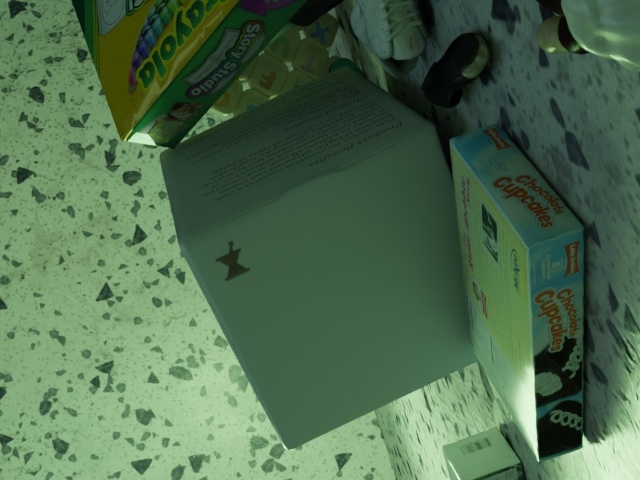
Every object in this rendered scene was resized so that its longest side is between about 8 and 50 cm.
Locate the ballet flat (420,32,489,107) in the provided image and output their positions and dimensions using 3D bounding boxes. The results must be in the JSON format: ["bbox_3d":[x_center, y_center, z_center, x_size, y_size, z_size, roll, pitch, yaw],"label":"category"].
[{"bbox_3d":[0.147,-0.176,0.959,0.173,0.049,0.058,171,124,-83],"label":"ballet flat"}]

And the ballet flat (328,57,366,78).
[{"bbox_3d":[0.063,-0.204,1.525,0.074,0.074,0.203,86,163,-69],"label":"ballet flat"}]

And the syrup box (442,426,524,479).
[{"bbox_3d":[0.263,0.414,1.402,0.096,0.093,0.237,-120,12,-63],"label":"syrup box"}]

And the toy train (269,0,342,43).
[{"bbox_3d":[-0.087,-0.376,1.347,0.142,0.334,0.190,19,-121,-41],"label":"toy train"}]

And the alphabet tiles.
[{"bbox_3d":[-0.076,-0.302,1.533,0.021,0.284,0.278,-29,37,60],"label":"alphabet tiles"}]

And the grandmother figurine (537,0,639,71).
[{"bbox_3d":[0.144,-0.205,0.597,0.208,0.104,0.342,42,-169,-36],"label":"grandmother figurine"}]

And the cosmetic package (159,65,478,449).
[{"bbox_3d":[0.000,0.000,1.272,0.394,0.329,0.328,-121,7,-66],"label":"cosmetic package"}]

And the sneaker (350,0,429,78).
[{"bbox_3d":[0.087,-0.269,1.058,0.115,0.090,0.232,63,-179,21],"label":"sneaker"}]

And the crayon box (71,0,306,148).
[{"bbox_3d":[-0.188,-0.361,1.280,0.106,0.363,0.313,8,-131,-46],"label":"crayon box"}]

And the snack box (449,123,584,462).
[{"bbox_3d":[0.208,0.061,0.967,0.187,0.060,0.322,-115,9,-49],"label":"snack box"}]
